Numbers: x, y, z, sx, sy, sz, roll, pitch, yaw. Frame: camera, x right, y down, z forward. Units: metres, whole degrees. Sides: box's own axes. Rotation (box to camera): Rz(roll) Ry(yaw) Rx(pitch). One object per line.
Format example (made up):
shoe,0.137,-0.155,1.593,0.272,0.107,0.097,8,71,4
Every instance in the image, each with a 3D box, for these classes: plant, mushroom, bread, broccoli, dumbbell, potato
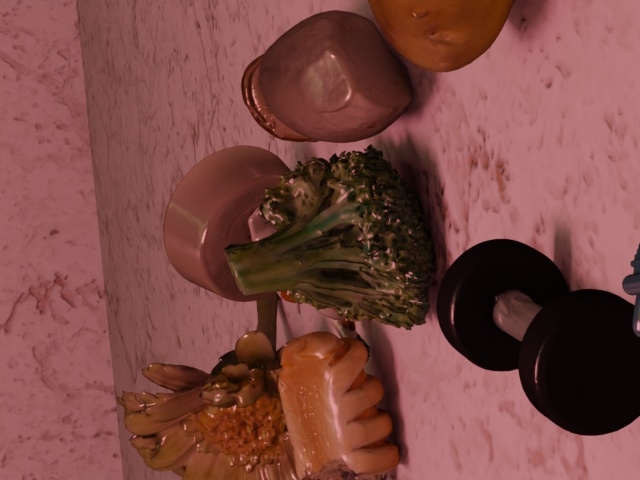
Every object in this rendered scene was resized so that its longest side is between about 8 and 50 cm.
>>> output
plant,-0.073,0.211,2.058,0.306,0.297,0.261,-28,94,29
mushroom,0.002,-0.153,1.669,0.350,0.128,0.128,178,85,-77
bread,0.020,0.178,1.767,0.119,0.084,0.177,-9,96,50
broccoli,0.000,0.000,1.609,0.219,0.194,0.194,-125,32,-48
dumbbell,0.161,0.066,1.237,0.191,0.100,0.100,-141,47,-68
potato,0.091,-0.256,1.244,0.173,0.140,0.300,-56,-20,-37

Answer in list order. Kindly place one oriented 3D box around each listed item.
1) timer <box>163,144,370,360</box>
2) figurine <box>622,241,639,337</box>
timer,-0.033,0.023,1.871,0.266,0.175,0.175,36,133,47
figurine,0.231,0.062,1.049,0.075,0.068,0.140,145,118,-69
